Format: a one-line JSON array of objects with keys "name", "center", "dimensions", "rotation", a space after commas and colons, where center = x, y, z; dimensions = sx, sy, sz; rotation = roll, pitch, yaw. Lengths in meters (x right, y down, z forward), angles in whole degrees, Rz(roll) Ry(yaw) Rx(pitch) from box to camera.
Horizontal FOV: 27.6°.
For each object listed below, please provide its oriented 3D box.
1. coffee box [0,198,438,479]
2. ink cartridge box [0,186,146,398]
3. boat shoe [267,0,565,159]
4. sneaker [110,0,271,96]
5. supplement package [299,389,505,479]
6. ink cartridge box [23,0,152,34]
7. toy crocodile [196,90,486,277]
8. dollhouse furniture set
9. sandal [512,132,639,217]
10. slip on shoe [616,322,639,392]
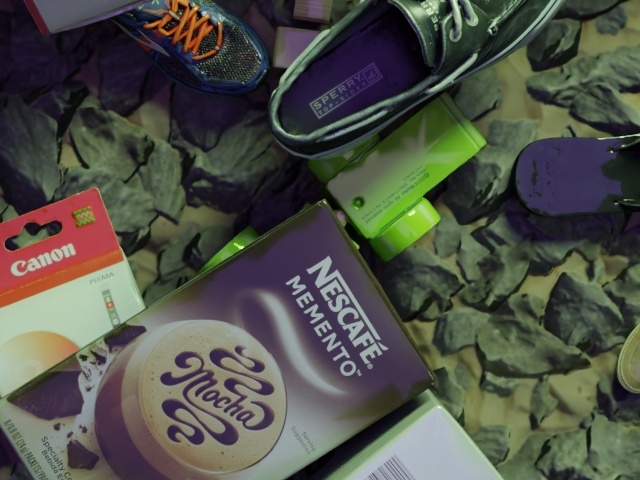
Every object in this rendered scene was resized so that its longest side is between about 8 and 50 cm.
[{"name": "coffee box", "center": [-0.079, 0.114, 1.018], "dimensions": [0.297, 0.119, 0.168], "rotation": [-33, 91, -1]}, {"name": "ink cartridge box", "center": [-0.233, 0.060, 1.156], "dimensions": [0.145, 0.045, 0.179], "rotation": [-21, 93, -1]}, {"name": "boat shoe", "center": [0.083, -0.171, 1.024], "dimensions": [0.301, 0.102, 0.108], "rotation": [-33, 87, 4]}, {"name": "sneaker", "center": [-0.142, -0.198, 1.132], "dimensions": [0.221, 0.087, 0.083], "rotation": [32, 91, 0]}, {"name": "supplement package", "center": [0.073, 0.208, 1.058], "dimensions": [0.139, 0.244, 0.134], "rotation": [-39, 91, -1]}, {"name": "ink cartridge box", "center": [-0.225, -0.339, 1.020], "dimensions": [0.117, 0.207, 0.283], "rotation": [-20, 60, -1]}, {"name": "toy crocodile", "center": [0.000, 0.000, 1.136], "dimensions": [0.340, 0.105, 0.115], "rotation": [-43, 92, -4]}, {"name": "dollhouse furniture set", "center": [0.048, -0.231, 1.126], "dimensions": [0.161, 0.101, 0.182], "rotation": [7, 90, -1]}, {"name": "sandal", "center": [0.300, -0.063, 1.152], "dimensions": [0.254, 0.054, 0.097], "rotation": [-12, 91, 0]}, {"name": "slip on shoe", "center": [0.318, 0.082, 1.160], "dimensions": [0.135, 0.041, 0.051], "rotation": [-43, 91, 0]}]
